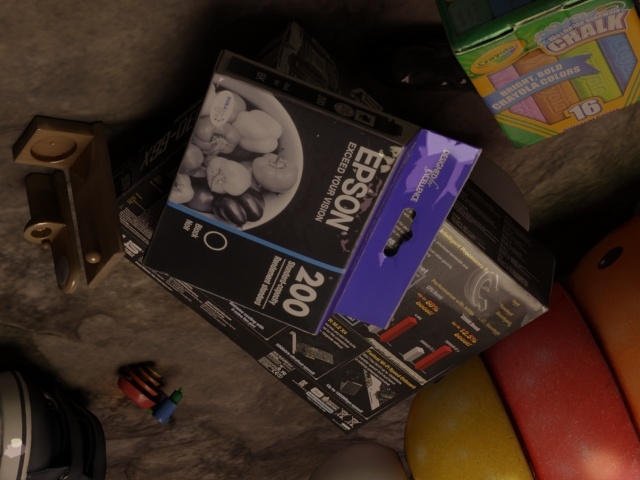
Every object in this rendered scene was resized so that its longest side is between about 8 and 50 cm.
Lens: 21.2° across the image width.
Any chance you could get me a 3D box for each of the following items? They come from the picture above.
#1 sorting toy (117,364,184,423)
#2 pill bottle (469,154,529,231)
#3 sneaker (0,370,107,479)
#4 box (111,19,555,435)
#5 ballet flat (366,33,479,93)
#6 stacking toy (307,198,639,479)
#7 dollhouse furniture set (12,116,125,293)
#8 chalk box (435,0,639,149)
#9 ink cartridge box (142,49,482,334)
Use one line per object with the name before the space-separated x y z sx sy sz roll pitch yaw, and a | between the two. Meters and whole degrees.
sorting toy | -0.174 0.159 1.805 0.042 0.061 0.102 -50 158 -6
pill bottle | 0.075 0.036 1.574 0.152 0.152 0.272 2 148 -28
sneaker | -0.281 0.212 1.768 0.127 0.126 0.321 -2 161 -12
box | 0.000 0.000 1.402 0.307 0.076 0.242 40 127 -19
ballet flat | 0.119 -0.146 1.390 0.173 0.049 0.058 0 104 -26
stacking toy | 0.203 0.190 1.648 0.479 0.351 0.351 -22 152 -2
dollhouse furniture set | -0.261 -0.013 1.361 0.151 0.123 0.144 6 146 -33
chalk box | 0.152 -0.183 1.233 0.132 0.132 0.213 -22 150 14
ink cartridge box | -0.011 -0.023 1.306 0.208 0.045 0.206 20 129 -5
